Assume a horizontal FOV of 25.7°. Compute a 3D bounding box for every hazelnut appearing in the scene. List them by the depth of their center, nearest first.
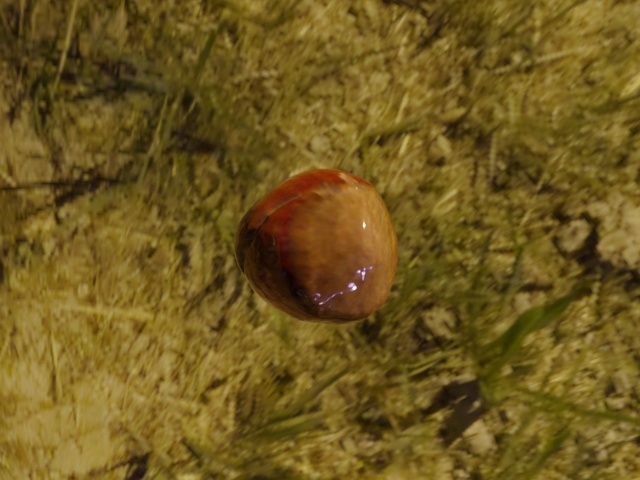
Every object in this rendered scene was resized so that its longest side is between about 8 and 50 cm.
[{"bbox_3d":[0.000,0.000,1.527,0.182,0.182,0.182,3,75,-11],"label":"hazelnut"}]
